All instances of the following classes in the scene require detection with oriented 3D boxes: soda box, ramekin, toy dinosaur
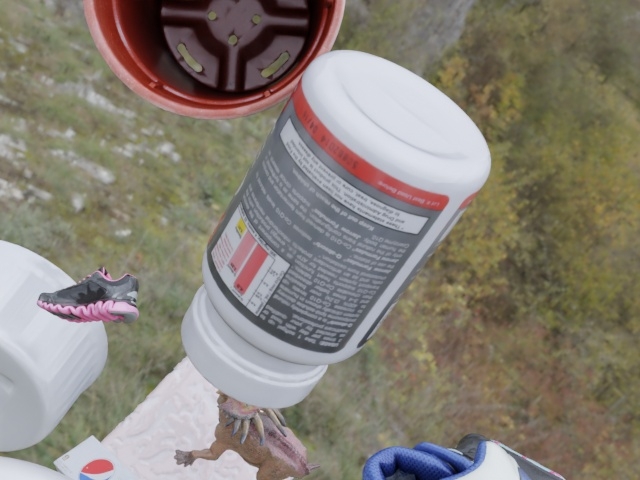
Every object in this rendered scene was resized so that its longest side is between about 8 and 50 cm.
[{"bbox_3d":[-0.295,0.376,1.439,0.074,0.069,0.216,-34,43,-28],"label":"soda box"},{"bbox_3d":[-0.431,0.144,1.286,0.277,0.277,0.135,31,39,-6],"label":"ramekin"},{"bbox_3d":[-0.087,0.315,1.568,0.296,0.200,0.127,38,45,-23],"label":"toy dinosaur"}]

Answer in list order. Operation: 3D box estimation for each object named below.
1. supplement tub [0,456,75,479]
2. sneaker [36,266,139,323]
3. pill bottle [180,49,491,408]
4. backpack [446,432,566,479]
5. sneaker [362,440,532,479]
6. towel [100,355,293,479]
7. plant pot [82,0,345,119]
[{"bbox_3d":[-0.159,0.267,0.548,0.241,0.331,0.241,-2,64,4],"label":"supplement tub"},{"bbox_3d":[-0.243,0.056,1.052,0.047,0.119,0.057,50,43,-64],"label":"sneaker"},{"bbox_3d":[0.000,0.000,1.055,0.210,0.363,0.210,24,32,-16],"label":"pill bottle"},{"bbox_3d":[0.286,0.472,1.665,0.225,0.253,0.191,24,16,31],"label":"backpack"},{"bbox_3d":[0.067,0.185,0.628,0.112,0.296,0.131,-32,88,-29],"label":"sneaker"},{"bbox_3d":[-0.235,0.423,1.853,0.317,0.053,0.332,46,69,-6],"label":"towel"},{"bbox_3d":[-0.109,-0.272,1.150,0.272,0.272,0.265,33,4,-3],"label":"plant pot"}]
